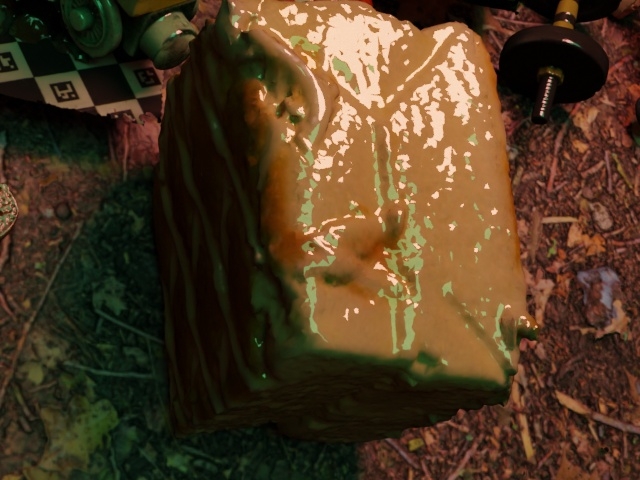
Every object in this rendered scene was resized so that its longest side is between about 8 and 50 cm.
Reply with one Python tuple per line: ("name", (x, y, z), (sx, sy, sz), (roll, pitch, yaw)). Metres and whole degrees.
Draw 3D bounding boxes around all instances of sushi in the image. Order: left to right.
("sushi", (-0.317, -0.239, 1.241), (0.289, 0.050, 0.264), (9, 55, -19))

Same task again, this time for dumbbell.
("dumbbell", (0.327, -0.292, 1.489), (0.143, 0.143, 0.326), (25, 64, -15))

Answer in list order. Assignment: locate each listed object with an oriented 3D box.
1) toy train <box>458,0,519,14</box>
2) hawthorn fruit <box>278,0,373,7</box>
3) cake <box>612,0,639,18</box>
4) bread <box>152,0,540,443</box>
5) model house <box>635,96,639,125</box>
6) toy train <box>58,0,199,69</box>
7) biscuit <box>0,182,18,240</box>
("toy train", (0.142, -0.376, 1.386), (0.330, 0.178, 0.139), (11, 86, 2))
("hawthorn fruit", (-0.017, -0.262, 1.295), (0.179, 0.200, 0.179), (12, 65, -25))
("cake", (0.453, -0.421, 1.651), (0.109, 0.090, 0.225), (37, 43, -6))
("bread", (0.000, 0.000, 1.115), (0.279, 0.371, 0.390), (-1, 74, -23))
("model house", (0.554, -0.304, 1.573), (0.253, 0.184, 0.291), (-2, 72, -25))
("toy train", (-0.242, -0.378, 1.176), (0.160, 0.253, 0.397), (-29, 75, -37))
("biscuit", (-0.414, -0.026, 1.132), (0.204, 0.031, 0.138), (-3, 74, -25))
